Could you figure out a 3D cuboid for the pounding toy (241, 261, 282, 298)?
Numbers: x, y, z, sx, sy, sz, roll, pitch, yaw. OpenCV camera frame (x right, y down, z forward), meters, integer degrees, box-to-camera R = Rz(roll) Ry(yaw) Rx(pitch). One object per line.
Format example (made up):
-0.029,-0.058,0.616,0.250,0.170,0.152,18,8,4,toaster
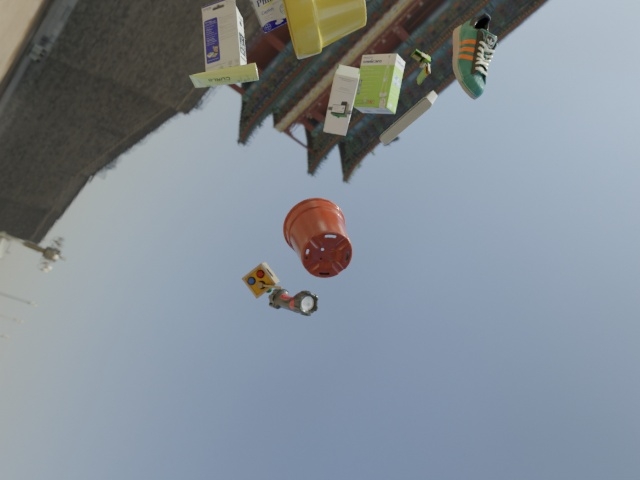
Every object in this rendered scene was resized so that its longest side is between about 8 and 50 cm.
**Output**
-0.243,0.177,1.944,0.130,0.141,0.100,-38,178,10,pounding toy

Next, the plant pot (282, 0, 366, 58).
0.010,-0.729,1.425,0.238,0.254,0.254,-14,-134,1,plant pot

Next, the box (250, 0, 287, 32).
-0.167,-0.815,1.576,0.126,0.137,0.072,-26,-153,-1,box

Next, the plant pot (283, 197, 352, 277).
0.000,0.000,1.824,0.272,0.272,0.265,-51,-155,13,plant pot

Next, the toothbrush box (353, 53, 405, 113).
0.312,-0.833,2.429,0.206,0.122,0.284,12,-86,33,toothbrush box

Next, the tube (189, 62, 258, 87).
-0.347,-0.594,1.652,0.239,0.070,0.062,-10,-138,-4,tube

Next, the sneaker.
0.498,-0.596,1.447,0.121,0.108,0.303,-26,-125,48,sneaker

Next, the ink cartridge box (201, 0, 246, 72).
-0.395,-0.816,1.863,0.165,0.065,0.334,-8,-99,19,ink cartridge box

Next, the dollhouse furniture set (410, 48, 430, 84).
0.415,-0.733,1.901,0.076,0.058,0.152,-41,-146,49,dollhouse furniture set

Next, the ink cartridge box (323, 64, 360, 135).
0.080,-0.528,1.714,0.160,0.092,0.220,-79,-179,-56,ink cartridge box

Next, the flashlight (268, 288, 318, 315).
-0.122,0.253,1.952,0.304,0.103,0.104,3,-84,60,flashlight

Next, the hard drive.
0.369,-0.512,1.870,0.233,0.047,0.353,-38,-173,27,hard drive
